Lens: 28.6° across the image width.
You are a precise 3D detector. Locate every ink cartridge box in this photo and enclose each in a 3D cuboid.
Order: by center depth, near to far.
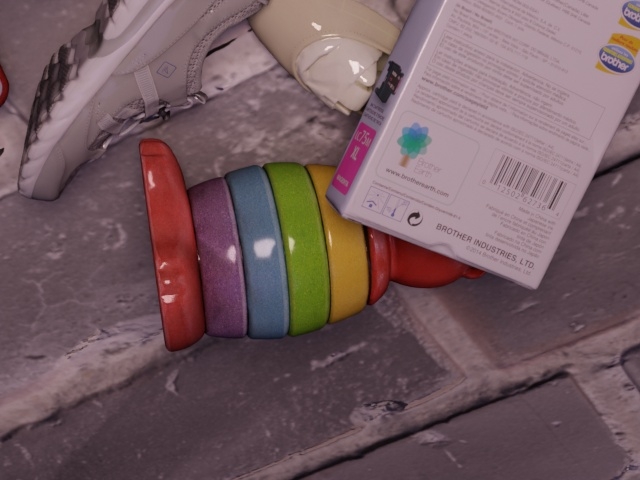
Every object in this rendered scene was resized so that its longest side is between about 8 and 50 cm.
[{"bbox_3d":[0.152,-0.133,0.971,0.186,0.065,0.311,21,102,-22],"label":"ink cartridge box"}]

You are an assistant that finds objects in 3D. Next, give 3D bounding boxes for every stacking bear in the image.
[{"bbox_3d":[0.000,0.000,1.086,0.289,0.175,0.164,-8,148,-8],"label":"stacking bear"}]

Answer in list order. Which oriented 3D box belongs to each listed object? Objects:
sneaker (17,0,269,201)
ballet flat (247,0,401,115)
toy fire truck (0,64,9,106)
[{"bbox_3d":[-0.147,-0.120,0.992,0.115,0.105,0.281,27,125,-26],"label":"sneaker"},{"bbox_3d":[0.051,-0.126,1.015,0.248,0.086,0.086,24,127,-23],"label":"ballet flat"},{"bbox_3d":[-0.388,-0.179,0.907,0.254,0.169,0.302,-27,133,-14],"label":"toy fire truck"}]
